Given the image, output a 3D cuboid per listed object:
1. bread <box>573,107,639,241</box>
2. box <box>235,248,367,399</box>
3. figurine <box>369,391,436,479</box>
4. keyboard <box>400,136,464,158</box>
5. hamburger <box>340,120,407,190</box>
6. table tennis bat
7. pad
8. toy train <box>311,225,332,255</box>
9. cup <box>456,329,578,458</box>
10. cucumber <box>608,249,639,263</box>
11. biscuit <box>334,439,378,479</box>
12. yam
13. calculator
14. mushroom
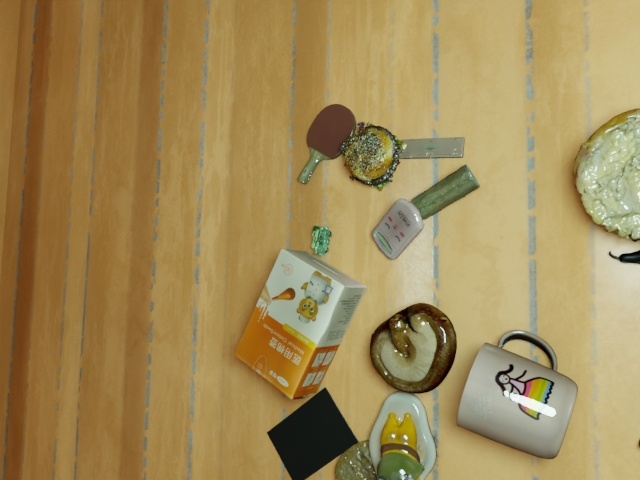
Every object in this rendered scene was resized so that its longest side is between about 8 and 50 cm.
[{"bbox_3d":[0.650,-0.126,1.052,0.274,0.149,0.274,-2,84,23],"label":"bread"},{"bbox_3d":[-0.057,0.222,1.423,0.225,0.143,0.341,30,101,29],"label":"box"},{"bbox_3d":[0.177,0.489,1.244,0.166,0.141,0.250,-8,76,20],"label":"figurine"},{"bbox_3d":[0.283,-0.232,1.345,0.166,0.017,0.055,4,82,30],"label":"keyboard"},{"bbox_3d":[0.126,-0.226,1.382,0.189,0.093,0.164,27,103,36],"label":"hamburger"},{"bbox_3d":[0.008,-0.272,1.504,0.138,0.022,0.246,38,101,28],"label":"table tennis bat"},{"bbox_3d":[-0.026,0.541,1.449,0.245,0.006,0.170,-43,67,19],"label":"pad"},{"bbox_3d":[0.000,0.000,1.472,0.053,0.033,0.083,14,92,35],"label":"toy train"},{"bbox_3d":[0.431,0.317,1.128,0.200,0.191,0.253,17,61,26],"label":"cup"},{"bbox_3d":[0.684,0.029,1.080,0.163,0.039,0.043,-11,59,26],"label":"cucumber"},{"bbox_3d":[0.136,0.613,1.335,0.220,0.033,0.220,-3,83,27],"label":"biscuit"},{"bbox_3d":[0.306,-0.116,1.292,0.169,0.068,0.068,-34,70,31],"label":"yam"},{"bbox_3d":[0.193,-0.027,1.335,0.100,0.032,0.175,55,136,21],"label":"calculator"},{"bbox_3d":[0.231,0.257,1.269,0.231,0.138,0.194,-29,85,35],"label":"mushroom"}]
